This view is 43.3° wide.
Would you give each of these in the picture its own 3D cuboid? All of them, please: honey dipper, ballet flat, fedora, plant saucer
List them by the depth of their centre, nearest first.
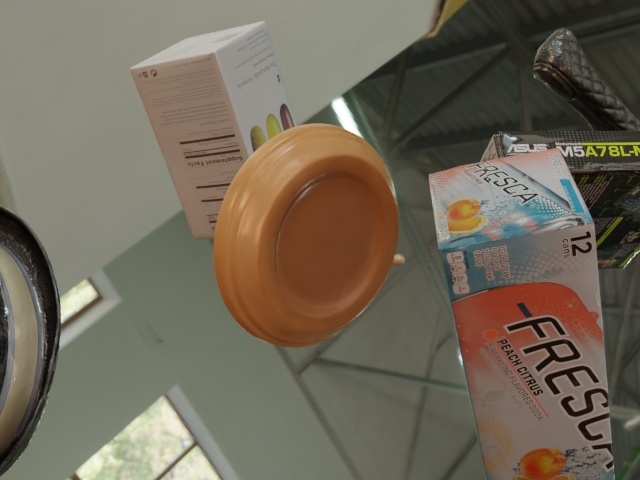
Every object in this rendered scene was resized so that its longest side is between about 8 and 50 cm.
[{"bbox_3d":[0.000,0.000,0.700,0.037,0.200,0.200,18,-43,48],"label":"plant saucer"},{"bbox_3d":[0.259,-0.120,0.719,0.173,0.049,0.057,36,-5,-22],"label":"ballet flat"},{"bbox_3d":[-0.416,0.096,0.811,0.334,0.334,0.152,26,0,34],"label":"fedora"},{"bbox_3d":[0.061,0.046,1.204,0.160,0.030,0.030,-16,-68,42],"label":"honey dipper"}]

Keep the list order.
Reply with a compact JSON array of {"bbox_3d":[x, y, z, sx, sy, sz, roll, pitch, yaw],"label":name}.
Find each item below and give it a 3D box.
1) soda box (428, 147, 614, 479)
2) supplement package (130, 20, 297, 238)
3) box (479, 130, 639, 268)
[{"bbox_3d":[0.093,0.055,0.360,0.058,0.063,0.183,-11,-58,10],"label":"soda box"},{"bbox_3d":[-0.120,-0.141,1.060,0.133,0.139,0.244,-3,-62,29],"label":"supplement package"},{"bbox_3d":[0.218,-0.029,0.712,0.191,0.184,0.045,100,-15,-63],"label":"box"}]
